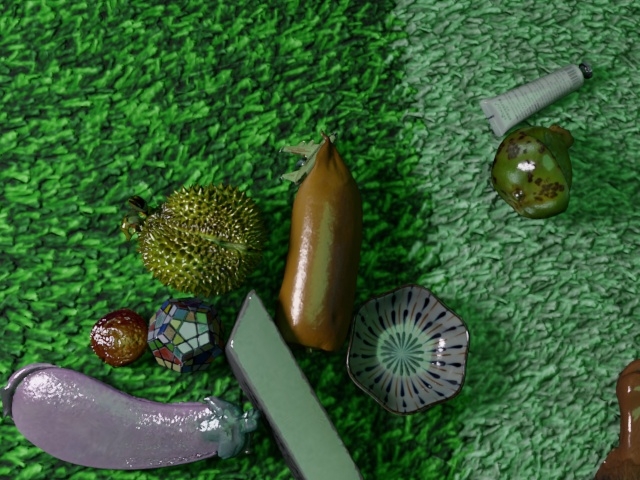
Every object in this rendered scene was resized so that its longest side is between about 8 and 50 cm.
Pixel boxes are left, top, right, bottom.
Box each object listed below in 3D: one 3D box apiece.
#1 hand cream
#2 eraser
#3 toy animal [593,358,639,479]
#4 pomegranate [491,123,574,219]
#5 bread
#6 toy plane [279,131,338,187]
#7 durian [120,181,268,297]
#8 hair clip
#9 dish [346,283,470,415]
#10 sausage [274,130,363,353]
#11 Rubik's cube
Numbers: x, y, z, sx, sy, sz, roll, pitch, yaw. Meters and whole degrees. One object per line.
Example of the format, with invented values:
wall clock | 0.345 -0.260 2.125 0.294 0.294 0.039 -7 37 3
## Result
hand cream | 0.351 -0.235 1.539 0.194 0.042 0.067 -27 91 -9
eraser | -0.041 0.242 1.320 0.077 0.111 0.352 -29 84 -13
toy animal | 0.487 0.288 1.416 0.157 0.097 0.312 9 74 -2
pomegranate | 0.326 -0.110 1.466 0.143 0.122 0.169 50 34 -25
bread | -0.280 0.136 1.331 0.085 0.053 0.085 2 77 -10
toy plane | -0.009 -0.121 1.445 0.102 0.040 0.111 39 72 -4
durian | -0.169 0.006 1.337 0.198 0.146 0.159 -14 72 6
hair clip | -0.262 0.250 1.303 0.358 0.110 0.096 5 36 -5
dish | 0.123 0.162 1.391 0.190 0.066 0.191 2 76 -8
sausage | 0.005 0.000 1.377 0.112 0.112 0.328 9 82 -8
Rubik's cube | -0.187 0.131 1.329 0.111 0.093 0.111 2 77 -8
